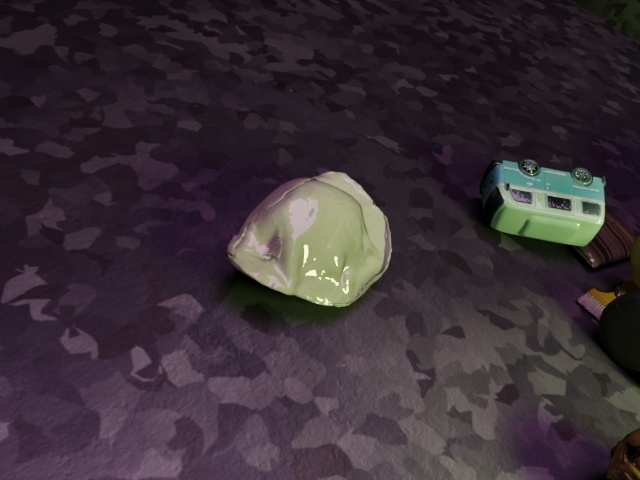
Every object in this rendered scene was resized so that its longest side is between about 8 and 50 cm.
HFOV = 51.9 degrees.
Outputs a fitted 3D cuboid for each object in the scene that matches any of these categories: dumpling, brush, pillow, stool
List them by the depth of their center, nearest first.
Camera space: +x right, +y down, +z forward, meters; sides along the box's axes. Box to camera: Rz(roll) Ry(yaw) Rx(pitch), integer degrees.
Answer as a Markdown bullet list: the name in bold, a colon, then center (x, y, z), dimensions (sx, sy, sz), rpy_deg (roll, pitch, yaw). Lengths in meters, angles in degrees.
- **dumpling**: center (-0.002, 0.001, 1.249), dimensions (0.260, 0.181, 0.341), rpy_deg (40, 22, 8)
- **stool**: center (0.674, 0.200, 1.344), dimensions (0.139, 0.153, 0.228), rpy_deg (-11, 92, -35)
- **brush**: center (0.695, 0.125, 1.516), dimensions (0.272, 0.013, 0.103), rpy_deg (-21, 56, -38)
- **pillow**: center (0.685, -0.027, 1.644), dimensions (0.212, 0.052, 0.208), rpy_deg (-10, 49, -28)

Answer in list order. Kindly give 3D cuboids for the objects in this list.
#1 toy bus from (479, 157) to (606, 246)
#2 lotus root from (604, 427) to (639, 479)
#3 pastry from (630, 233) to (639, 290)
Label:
- **toy bus**: center (0.520, -0.085, 1.552), dimensions (0.271, 0.133, 0.165), rpy_deg (10, 56, 0)
- **lotus root**: center (0.594, 0.423, 1.026), dimensions (0.310, 0.183, 0.183), rpy_deg (35, 43, 9)
- **pastry**: center (0.845, 0.074, 1.424), dimensions (0.315, 0.284, 0.184), rpy_deg (26, 38, -7)
